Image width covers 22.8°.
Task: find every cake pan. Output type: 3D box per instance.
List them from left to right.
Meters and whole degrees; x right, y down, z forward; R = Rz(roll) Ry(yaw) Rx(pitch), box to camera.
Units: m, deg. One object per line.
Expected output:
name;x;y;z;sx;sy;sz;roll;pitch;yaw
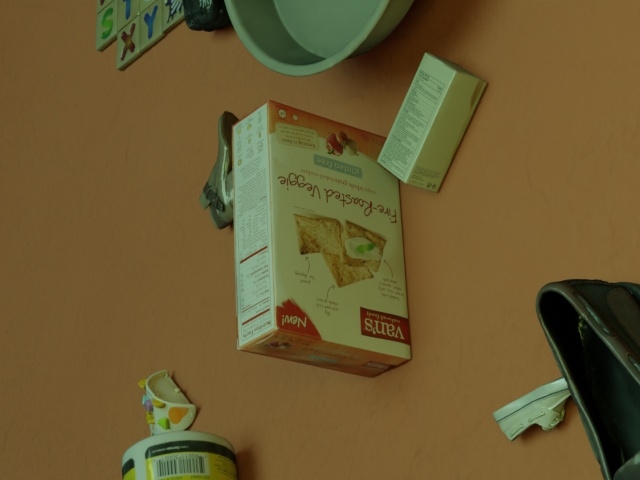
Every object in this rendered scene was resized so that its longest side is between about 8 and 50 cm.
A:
cake pan;0.006;-0.303;1.534;0.293;0.054;0.293;-2;87;50

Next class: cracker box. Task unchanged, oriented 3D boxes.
cracker box;0.000;0.000;1.484;0.067;0.156;0.232;-29;55;46

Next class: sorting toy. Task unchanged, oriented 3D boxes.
sorting toy;-0.177;0.198;1.776;0.083;0.045;0.075;42;132;53

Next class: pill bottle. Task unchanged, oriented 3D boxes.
pill bottle;-0.135;0.308;1.596;0.119;0.119;0.208;-38;48;42

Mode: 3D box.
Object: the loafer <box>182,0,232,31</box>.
loafer;-0.129;-0.355;1.873;0.078;0.076;0.223;-5;77;46

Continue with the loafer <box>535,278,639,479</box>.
loafer;0.232;0.152;1.146;0.109;0.095;0.302;-50;42;33

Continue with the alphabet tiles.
alphabet tiles;-0.219;-0.406;2.081;0.285;0.011;0.342;-29;55;47

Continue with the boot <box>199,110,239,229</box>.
boot;-0.108;-0.075;1.771;0.087;0.042;0.118;-52;40;33

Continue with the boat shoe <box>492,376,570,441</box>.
boat shoe;0.183;0.136;1.285;0.100;0.035;0.035;-35;78;39

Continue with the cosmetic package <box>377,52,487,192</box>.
cosmetic package;0.103;-0.110;1.479;0.060;0.041;0.115;45;114;53
